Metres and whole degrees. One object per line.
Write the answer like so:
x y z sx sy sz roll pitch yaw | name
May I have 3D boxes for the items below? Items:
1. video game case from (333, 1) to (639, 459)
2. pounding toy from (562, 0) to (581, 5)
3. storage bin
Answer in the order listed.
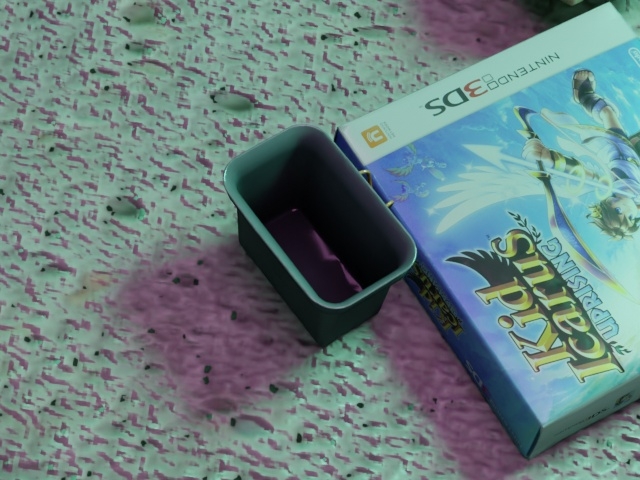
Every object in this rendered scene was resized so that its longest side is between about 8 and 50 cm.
0.179 -0.016 1.308 0.244 0.061 0.269 -26 67 -17 | video game case
0.156 -0.260 1.429 0.181 0.094 0.206 -29 39 -19 | pounding toy
0.000 0.000 1.265 0.098 0.091 0.135 -31 69 -20 | storage bin
